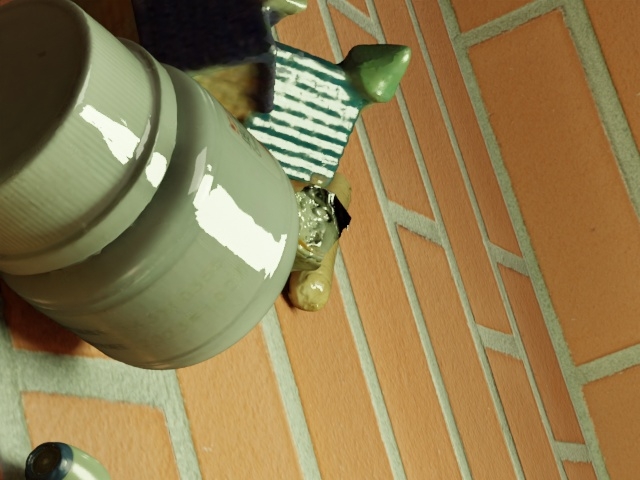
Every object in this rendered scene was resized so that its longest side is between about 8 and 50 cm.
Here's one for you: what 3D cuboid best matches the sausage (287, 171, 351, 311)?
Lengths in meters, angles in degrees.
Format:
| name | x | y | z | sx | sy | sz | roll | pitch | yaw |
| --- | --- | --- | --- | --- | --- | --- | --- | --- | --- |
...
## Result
| name | x | y | z | sx | sy | sz | roll | pitch | yaw |
| --- | --- | --- | --- | --- | --- | --- | --- | --- | --- |
| sausage | -0.001 | -0.002 | 1.942 | 0.066 | 0.066 | 0.301 | 59 | 20 | -23 |

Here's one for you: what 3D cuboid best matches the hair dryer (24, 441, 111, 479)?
| name | x | y | z | sx | sy | sz | roll | pitch | yaw |
| --- | --- | --- | --- | --- | --- | --- | --- | --- | --- |
| hair dryer | -0.195 | 0.279 | 1.183 | 0.167 | 0.067 | 0.199 | 46 | 39 | -56 |

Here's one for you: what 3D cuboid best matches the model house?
| name | x | y | z | sx | sy | sz | roll | pitch | yaw |
| --- | --- | --- | --- | --- | --- | --- | --- | --- | --- |
| model house | -0.089 | -0.192 | 1.479 | 0.312 | 0.280 | 0.245 | 15 | 52 | -40 |

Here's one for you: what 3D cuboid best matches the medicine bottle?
| name | x | y | z | sx | sy | sz | roll | pitch | yaw |
| --- | --- | --- | --- | --- | --- | --- | --- | --- | --- |
| medicine bottle | -0.187 | -0.046 | 1.249 | 0.306 | 0.245 | 0.245 | 43 | 31 | -48 |

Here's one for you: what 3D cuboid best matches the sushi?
| name | x | y | z | sx | sy | sz | roll | pitch | yaw |
| --- | --- | --- | --- | --- | --- | --- | --- | --- | --- |
| sushi | -0.082 | -0.054 | 1.726 | 0.273 | 0.134 | 0.109 | 50 | 49 | -50 |
